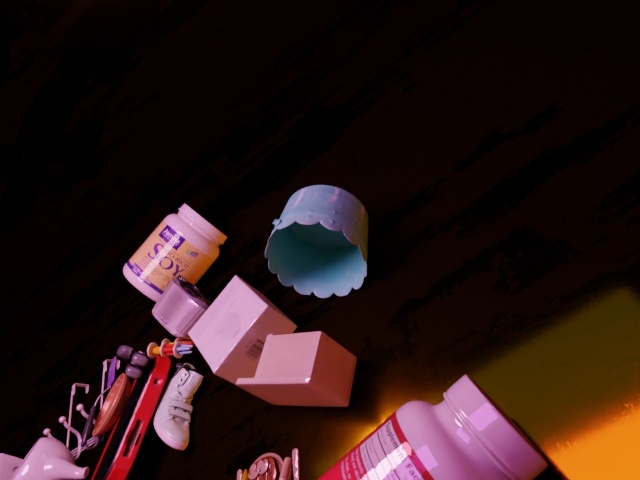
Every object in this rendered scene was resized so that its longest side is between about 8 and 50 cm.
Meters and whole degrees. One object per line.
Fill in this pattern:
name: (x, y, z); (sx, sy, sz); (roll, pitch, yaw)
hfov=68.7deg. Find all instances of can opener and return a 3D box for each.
can opener: (-0.593, 0.373, 1.452); (0.075, 0.095, 0.283); (-67, 15, -19)

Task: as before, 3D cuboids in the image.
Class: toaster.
toaster: (-0.454, 0.227, 1.556); (0.227, 0.129, 0.146); (34, 86, 26)

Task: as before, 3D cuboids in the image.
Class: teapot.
teapot: (-0.823, 0.735, 1.398); (0.252, 0.187, 0.256); (-59, 18, -17)

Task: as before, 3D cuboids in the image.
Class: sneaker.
sneaker: (-0.396, 0.459, 1.339); (0.151, 0.094, 0.256); (-51, 34, 6)

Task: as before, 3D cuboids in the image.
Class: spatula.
spatula: (-0.725, 0.527, 1.538); (0.084, 0.030, 0.296); (-46, 26, 38)

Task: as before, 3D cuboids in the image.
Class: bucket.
bucket: (0.000, 0.000, 1.252); (0.281, 0.281, 0.183); (-21, 35, 30)

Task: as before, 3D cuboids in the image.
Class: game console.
game console: (-0.587, 0.554, 1.423); (0.342, 0.060, 0.386); (-35, 32, 48)

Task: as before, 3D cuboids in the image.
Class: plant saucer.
plant saucer: (-0.658, 0.524, 1.488); (0.200, 0.037, 0.199); (-46, 26, 30)

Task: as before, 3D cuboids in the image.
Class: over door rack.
over door rack: (-0.836, 0.590, 1.618); (0.240, 0.108, 0.324); (-35, 38, 24)

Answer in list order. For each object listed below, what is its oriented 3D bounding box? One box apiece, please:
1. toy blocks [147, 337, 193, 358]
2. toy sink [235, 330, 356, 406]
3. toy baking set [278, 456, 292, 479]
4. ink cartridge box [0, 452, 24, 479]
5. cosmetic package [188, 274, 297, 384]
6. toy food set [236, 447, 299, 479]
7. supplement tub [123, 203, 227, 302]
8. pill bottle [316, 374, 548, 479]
toy blocks: (-0.461, 0.347, 1.514); (0.148, 0.123, 0.054); (-6, 88, 19)
toy sink: (-0.057, 0.306, 1.115); (0.234, 0.153, 0.131); (-15, 47, 37)
toy baking set: (-0.078, 0.551, 0.887); (0.030, 0.196, 0.256); (9, 65, 8)
ink cartridge box: (-1.090, 0.806, 1.585); (0.308, 0.223, 0.129); (-16, 47, 34)
cosmetic package: (-0.226, 0.256, 1.334); (0.224, 0.138, 0.225); (-51, 38, -6)
toy food set: (-0.130, 0.546, 1.054); (0.192, 0.038, 0.132); (-30, 39, 20)
supplement tub: (-0.528, 0.053, 1.728); (0.331, 0.241, 0.241); (-52, 37, -6)
pill bottle: (0.144, 0.415, 0.754); (0.408, 0.229, 0.229); (-43, 37, 4)
